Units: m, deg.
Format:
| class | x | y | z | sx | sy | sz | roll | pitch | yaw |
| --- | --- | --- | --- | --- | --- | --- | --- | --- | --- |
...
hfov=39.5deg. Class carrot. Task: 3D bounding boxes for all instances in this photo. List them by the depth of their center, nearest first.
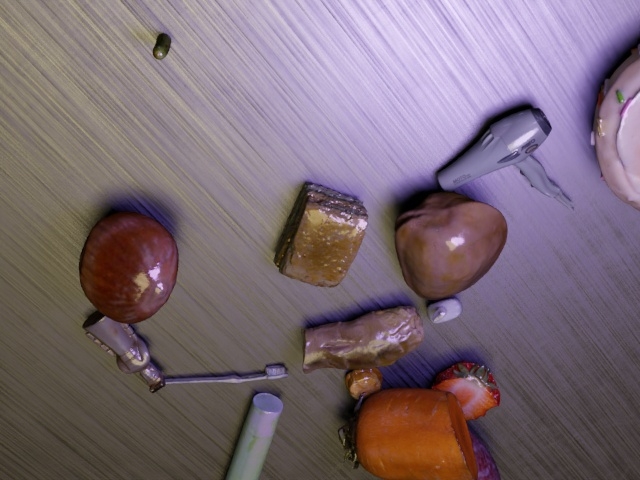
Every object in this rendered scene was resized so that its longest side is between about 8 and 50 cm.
| class | x | y | z | sx | sy | sz | roll | pitch | yaw |
| --- | --- | --- | --- | --- | --- | --- | --- | --- | --- |
| carrot | 0.178 | 0.405 | 1.886 | 0.331 | 0.214 | 0.193 | -9 | 133 | 29 |

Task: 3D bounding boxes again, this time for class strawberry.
| class | x | y | z | sx | sy | sz | roll | pitch | yaw |
| --- | --- | --- | --- | --- | --- | --- | --- | --- | --- |
| strawberry | 0.317 | 0.333 | 1.953 | 0.146 | 0.082 | 0.187 | 31 | 130 | 4 |

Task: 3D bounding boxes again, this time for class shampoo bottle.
| class | x | y | z | sx | sy | sz | roll | pitch | yaw |
| --- | --- | --- | --- | --- | --- | --- | --- | --- | --- |
| shampoo bottle | 0.249 | 0.142 | 1.800 | 0.077 | 0.152 | 0.045 | -17 | 83 | 9 |

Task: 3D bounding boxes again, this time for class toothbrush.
| class | x | y | z | sx | sy | sz | roll | pitch | yaw |
| --- | --- | --- | --- | --- | --- | --- | --- | --- | --- |
| toothbrush | -0.216 | 0.298 | 1.921 | 0.294 | 0.026 | 0.028 | -7 | 101 | -1 |

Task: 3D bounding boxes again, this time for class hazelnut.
| class | x | y | z | sx | sy | sz | roll | pitch | yaw |
| --- | --- | --- | --- | --- | --- | --- | --- | --- | --- |
| hazelnut | -0.355 | 0.052 | 1.677 | 0.176 | 0.214 | 0.214 | -13 | 131 | -47 |

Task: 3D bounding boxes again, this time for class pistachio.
| class | x | y | z | sx | sy | sz | roll | pitch | yaw |
| --- | --- | --- | --- | --- | --- | --- | --- | --- | --- |
| pistachio | 0.255 | 0.019 | 1.726 | 0.213 | 0.162 | 0.260 | -3 | 143 | 9 |

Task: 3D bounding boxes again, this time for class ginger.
| class | x | y | z | sx | sy | sz | roll | pitch | yaw |
| --- | --- | --- | --- | --- | --- | --- | --- | --- | --- |
| ginger | 0.087 | 0.212 | 1.851 | 0.263 | 0.109 | 0.116 | -13 | 146 | 3 |

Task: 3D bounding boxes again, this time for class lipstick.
| class | x | y | z | sx | sy | sz | roll | pitch | yaw |
| --- | --- | --- | --- | --- | --- | --- | --- | --- | --- |
| lipstick | -0.158 | 0.479 | 2.001 | 0.076 | 0.076 | 0.304 | 12 | 117 | -11 |

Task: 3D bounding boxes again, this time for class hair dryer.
| class | x | y | z | sx | sy | sz | roll | pitch | yaw |
| --- | --- | --- | --- | --- | --- | --- | --- | --- | --- |
| hair dryer | 0.352 | -0.115 | 1.717 | 0.229 | 0.092 | 0.267 | -18 | 129 | 14 |

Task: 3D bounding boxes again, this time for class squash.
| class | x | y | z | sx | sy | sz | roll | pitch | yaw |
| --- | --- | --- | --- | --- | --- | --- | --- | --- | --- |
| squash | -0.272 | -0.331 | 1.530 | 0.027 | 0.083 | 0.027 | -2 | 120 | -3 |

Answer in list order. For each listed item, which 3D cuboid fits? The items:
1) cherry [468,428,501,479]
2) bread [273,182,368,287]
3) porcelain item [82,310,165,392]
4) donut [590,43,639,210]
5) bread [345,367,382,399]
| class | x | y | z | sx | sy | sz | roll | pitch | yaw |
| --- | --- | --- | --- | --- | --- | --- | --- | --- | --- |
| cherry | 0.294 | 0.552 | 2.009 | 0.230 | 0.203 | 0.300 | 3 | 106 | 2 |
| bread | 0.000 | 0.000 | 1.729 | 0.138 | 0.102 | 0.196 | 20 | 117 | -12 |
| porcelain item | -0.396 | 0.229 | 1.852 | 0.084 | 0.054 | 0.213 | -30 | 117 | 15 |
| donut | 0.649 | -0.206 | 1.636 | 0.307 | 0.150 | 0.371 | -19 | 119 | 7 |
| bread | 0.094 | 0.310 | 1.942 | 0.081 | 0.046 | 0.083 | 23 | 113 | -23 |
